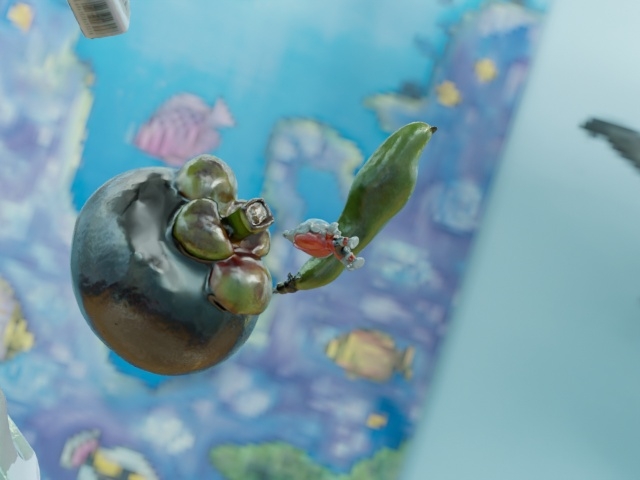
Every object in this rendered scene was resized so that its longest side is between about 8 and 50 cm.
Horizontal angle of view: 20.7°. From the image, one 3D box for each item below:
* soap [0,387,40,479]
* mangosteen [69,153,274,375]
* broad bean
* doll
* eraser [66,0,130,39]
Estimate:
[{"bbox_3d":[-0.425,0.227,1.870,0.347,0.208,0.115,33,-31,59],"label":"soap"},{"bbox_3d":[-0.171,0.024,2.218,0.302,0.275,0.275,-29,-33,36],"label":"mangosteen"},{"bbox_3d":[0.047,-0.028,2.312,0.075,0.325,0.067,40,10,7],"label":"broad bean"},{"bbox_3d":[0.001,-0.001,1.889,0.114,0.039,0.057,17,-11,43],"label":"doll"},{"bbox_3d":[-0.286,-0.349,2.121,0.068,0.124,0.210,-7,-25,4],"label":"eraser"}]
